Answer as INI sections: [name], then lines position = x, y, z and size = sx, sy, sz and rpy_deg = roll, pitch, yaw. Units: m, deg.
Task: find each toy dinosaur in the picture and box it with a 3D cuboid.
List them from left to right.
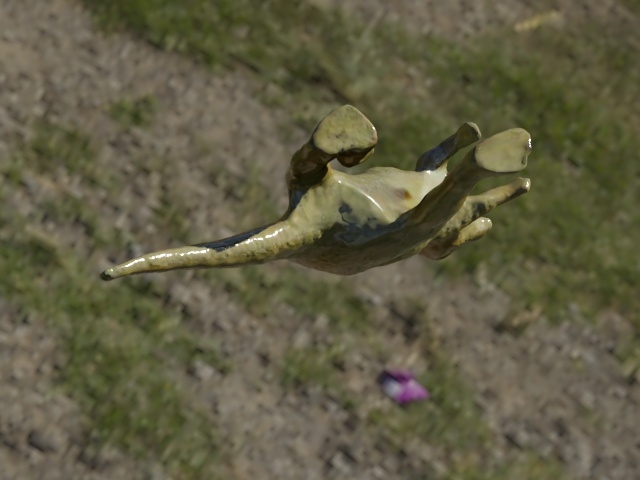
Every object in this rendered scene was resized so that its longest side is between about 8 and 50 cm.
[toy dinosaur]
position = 0.000, 0.000, 0.625
size = 0.162, 0.126, 0.039
rpy_deg = -22, 74, -16
